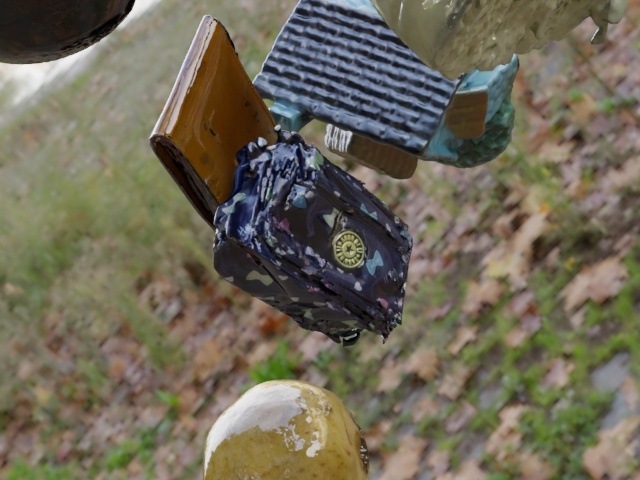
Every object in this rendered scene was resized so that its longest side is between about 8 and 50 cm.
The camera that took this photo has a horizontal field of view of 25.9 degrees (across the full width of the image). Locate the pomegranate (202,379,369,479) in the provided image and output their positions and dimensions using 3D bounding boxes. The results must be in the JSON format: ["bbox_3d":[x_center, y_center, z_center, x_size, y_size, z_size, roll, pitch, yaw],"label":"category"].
[{"bbox_3d":[-0.047,0.323,1.932,0.260,0.260,0.260,-42,19,18],"label":"pomegranate"}]

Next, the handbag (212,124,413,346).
[{"bbox_3d":[0.000,0.000,1.451,0.113,0.260,0.162,-16,50,41],"label":"handbag"}]

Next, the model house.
[{"bbox_3d":[0.074,-0.154,1.668,0.241,0.261,0.226,-47,-29,-45],"label":"model house"}]

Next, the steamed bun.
[{"bbox_3d":[0.153,-0.306,1.275,0.272,0.273,0.290,-27,-30,-58],"label":"steamed bun"}]

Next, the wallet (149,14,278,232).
[{"bbox_3d":[-0.107,-0.109,1.446,0.042,0.195,0.161,1,58,25],"label":"wallet"}]

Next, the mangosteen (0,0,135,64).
[{"bbox_3d":[-0.253,-0.273,1.148,0.233,0.288,0.287,-33,14,-16],"label":"mangosteen"}]
